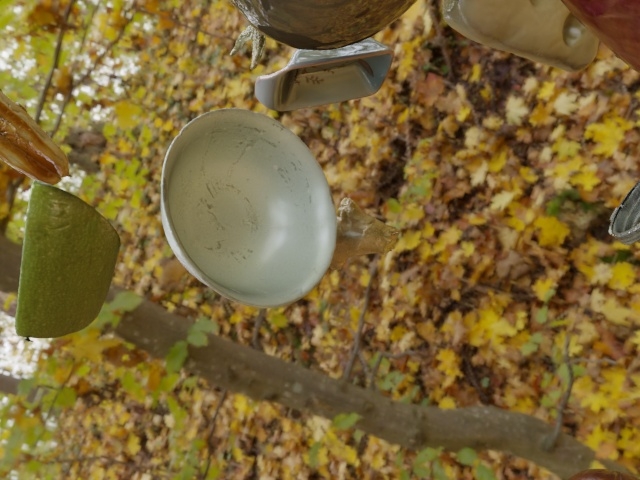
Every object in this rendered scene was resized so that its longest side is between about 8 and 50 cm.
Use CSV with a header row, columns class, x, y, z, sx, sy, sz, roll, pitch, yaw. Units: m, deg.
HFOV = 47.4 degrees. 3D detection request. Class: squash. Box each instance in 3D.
class,x,y,z,sx,sy,sz,roll,pitch,yaw
squash,-0.350,0.004,1.068,0.203,0.111,0.288,-80,11,-57

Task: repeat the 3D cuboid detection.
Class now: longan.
class,x,y,z,sx,sy,sz,roll,pitch,yaw
longan,0.009,-0.446,1.024,0.361,0.361,0.360,-162,90,-88

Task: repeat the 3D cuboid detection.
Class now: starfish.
class,x,y,z,sx,sy,sz,roll,pitch,yaw
starfish,-0.134,-0.473,1.658,0.224,0.050,0.216,-23,54,40

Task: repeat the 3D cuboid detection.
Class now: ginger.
class,x,y,z,sx,sy,sz,roll,pitch,yaw
ginger,-0.006,-0.023,1.795,0.166,0.376,0.236,60,-168,-73

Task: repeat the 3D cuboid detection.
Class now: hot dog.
class,x,y,z,sx,sy,sz,roll,pitch,yaw
hot dog,-0.581,-0.200,1.376,0.109,0.269,0.072,-35,29,19

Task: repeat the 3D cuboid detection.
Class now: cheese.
class,x,y,z,sx,sy,sz,roll,pitch,yaw
cheese,0.347,-0.447,1.133,0.129,0.329,0.350,44,130,48

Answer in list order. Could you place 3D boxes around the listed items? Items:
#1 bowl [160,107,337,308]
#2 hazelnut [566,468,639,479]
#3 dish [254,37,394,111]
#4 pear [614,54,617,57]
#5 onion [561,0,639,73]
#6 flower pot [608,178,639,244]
class,x,y,z,sx,sy,sz,roll,pitch,yaw
bowl,-0.190,-0.051,1.578,0.196,0.435,0.434,-19,45,48
hazelnut,0.633,0.605,1.617,0.229,0.230,0.229,-162,90,-88
dish,-0.001,-0.293,1.252,0.154,0.234,0.064,117,138,-71
pear,0.764,-0.494,1.535,0.309,0.309,0.309,-162,90,-88
onion,0.214,-0.246,0.462,0.286,0.347,0.347,-9,50,36
flower pot,0.679,-0.056,1.383,0.235,0.141,0.235,-49,-1,-1
